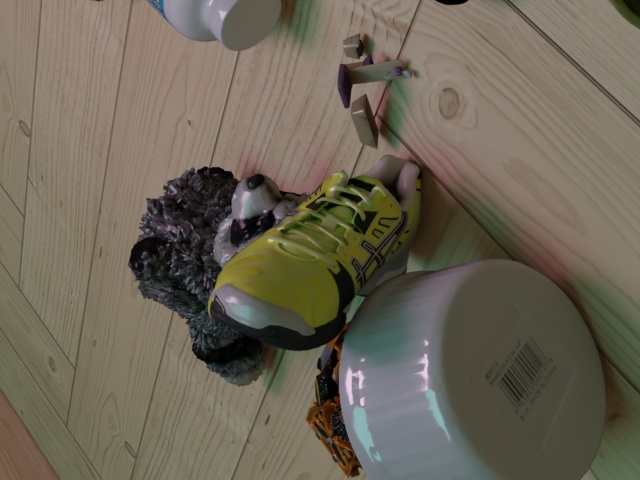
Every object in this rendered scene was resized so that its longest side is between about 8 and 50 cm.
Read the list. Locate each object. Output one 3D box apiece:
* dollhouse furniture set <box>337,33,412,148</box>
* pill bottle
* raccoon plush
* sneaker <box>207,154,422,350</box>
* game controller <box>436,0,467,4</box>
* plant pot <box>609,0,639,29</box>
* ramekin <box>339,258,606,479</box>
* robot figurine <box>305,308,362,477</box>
[{"bbox_3d":[0.076,-0.174,1.326,0.081,0.091,0.114,-7,137,15],"label":"dollhouse furniture set"},{"bbox_3d":[-0.164,-0.349,1.424,0.264,0.146,0.146,45,142,27],"label":"pill bottle"},{"bbox_3d":[-0.055,0.068,1.581,0.299,0.216,0.446,18,155,32],"label":"raccoon plush"},{"bbox_3d":[0.000,0.000,1.224,0.145,0.385,0.147,23,114,15],"label":"sneaker"},{"bbox_3d":[0.082,-0.390,1.126,0.319,0.067,0.166,54,145,16],"label":"game controller"},{"bbox_3d":[0.233,-0.337,0.804,0.274,0.275,0.293,101,148,-42],"label":"plant pot"},{"bbox_3d":[0.167,0.151,1.175,0.135,0.277,0.277,-24,91,50],"label":"ramekin"},{"bbox_3d":[0.063,0.212,1.521,0.211,0.085,0.291,51,144,22],"label":"robot figurine"}]
